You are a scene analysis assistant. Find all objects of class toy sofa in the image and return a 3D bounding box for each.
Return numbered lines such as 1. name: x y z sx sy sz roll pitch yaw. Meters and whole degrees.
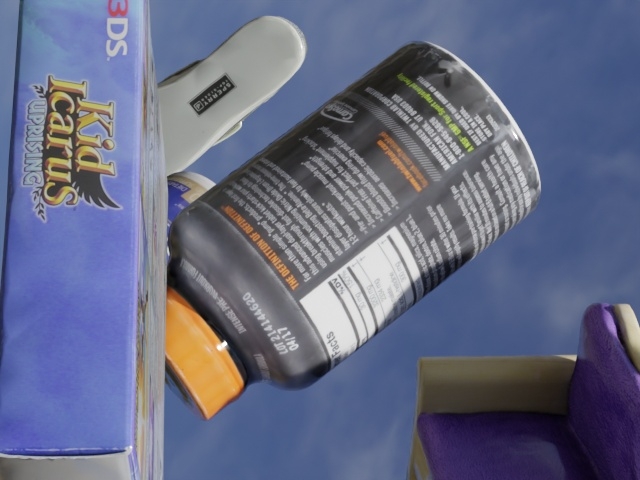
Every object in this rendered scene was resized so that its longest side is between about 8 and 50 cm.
1. toy sofa: 0.169 0.195 1.159 0.362 0.150 0.177 -109 -160 -59

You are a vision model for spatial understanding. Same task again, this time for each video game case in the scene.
1. video game case: -0.108 0.027 0.832 0.244 0.061 0.270 95 -6 -59

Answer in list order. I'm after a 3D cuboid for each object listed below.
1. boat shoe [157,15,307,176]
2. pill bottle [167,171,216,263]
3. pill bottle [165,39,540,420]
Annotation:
1. boat shoe: -0.103 -0.107 1.441 0.219 0.078 0.070 -31 179 7
2. pill bottle: -0.144 0.037 1.233 0.186 0.112 0.112 -33 -172 -34
3. pill bottle: 0.000 0.000 1.028 0.245 0.130 0.130 -37 -155 -13
